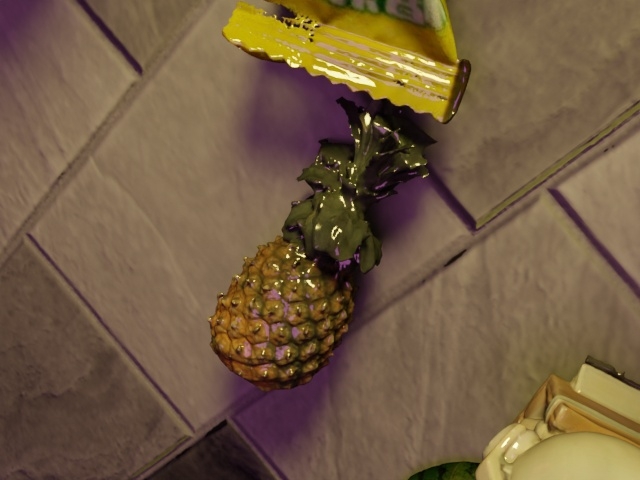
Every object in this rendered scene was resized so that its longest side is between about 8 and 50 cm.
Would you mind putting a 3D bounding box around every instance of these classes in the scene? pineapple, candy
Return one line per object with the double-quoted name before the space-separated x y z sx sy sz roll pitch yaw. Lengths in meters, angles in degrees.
"pineapple" 0.000 0.000 0.528 0.125 0.125 0.251 33 113 9
"candy" 0.048 -0.248 0.430 0.187 0.081 0.298 21 105 15

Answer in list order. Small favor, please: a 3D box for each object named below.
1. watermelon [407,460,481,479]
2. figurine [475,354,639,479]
"watermelon" 0.141 0.254 0.572 0.181 0.075 0.092 12 117 17
"figurine" 0.180 0.185 0.446 0.162 0.237 0.141 28 110 8
